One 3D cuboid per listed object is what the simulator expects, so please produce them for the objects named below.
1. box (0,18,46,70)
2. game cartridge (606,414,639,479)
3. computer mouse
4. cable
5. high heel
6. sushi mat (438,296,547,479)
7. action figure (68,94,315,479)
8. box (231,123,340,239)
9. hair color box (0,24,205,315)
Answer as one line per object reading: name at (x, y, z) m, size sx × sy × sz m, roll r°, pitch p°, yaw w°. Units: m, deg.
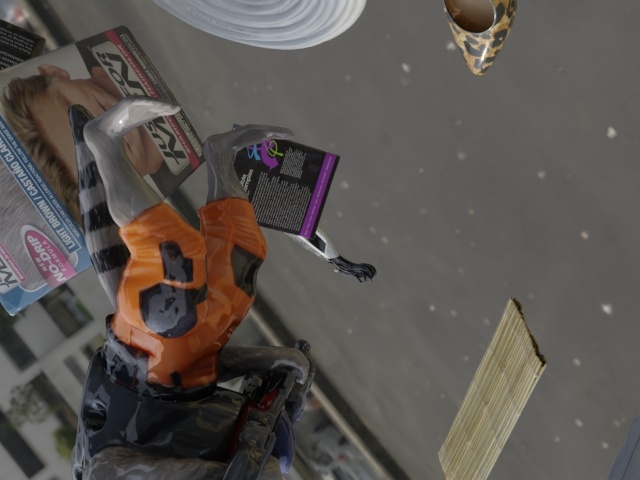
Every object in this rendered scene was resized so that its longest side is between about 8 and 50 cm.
box at (-0.486, -0.088, 1.286) m, size 0.183 × 0.294 × 0.296 m, roll 22°, pitch 138°, yaw -18°
game cartridge at (0.415, 0.387, 1.365) m, size 0.060 × 0.196 × 0.294 m, roll 6°, pitch 138°, yaw 33°
computer mouse at (0.000, 0.000, 1.675) m, size 0.193 × 0.042 × 0.106 m, roll 38°, pitch 172°, yaw -33°
cable at (-0.067, -0.275, 0.938) m, size 0.257 × 0.089 × 0.257 m, roll 0°, pitch 148°, yaw 36°
high heel at (0.143, -0.271, 1.193) m, size 0.093 × 0.186 × 0.261 m, roll 19°, pitch 135°, yaw 30°
sushi mat at (0.238, 0.244, 1.499) m, size 0.151 × 0.019 × 0.316 m, roll -98°, pitch 23°, yaw -56°
action figure at (-0.095, 0.078, 0.744) m, size 0.341 × 0.179 × 0.330 m, roll -18°, pitch -66°, yaw -83°
box at (-0.057, -0.073, 1.334) m, size 0.162 × 0.116 × 0.029 m, roll 14°, pitch -173°, yaw -41°
hair color box at (-0.229, -0.084, 0.988) m, size 0.174 × 0.105 × 0.347 m, roll 57°, pitch -162°, yaw -11°
